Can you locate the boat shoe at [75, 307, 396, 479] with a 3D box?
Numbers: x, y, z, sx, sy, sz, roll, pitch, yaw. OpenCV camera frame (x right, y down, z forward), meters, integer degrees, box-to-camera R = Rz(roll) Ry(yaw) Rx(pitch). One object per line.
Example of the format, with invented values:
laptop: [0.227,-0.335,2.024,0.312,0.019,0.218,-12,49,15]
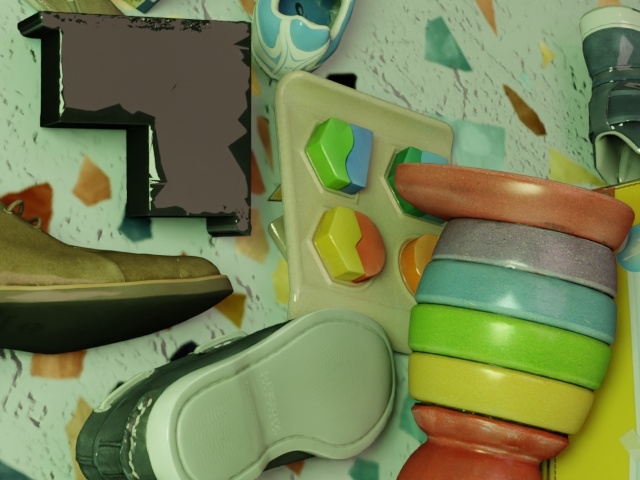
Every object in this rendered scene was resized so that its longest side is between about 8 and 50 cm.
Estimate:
boat shoe: [-0.050,0.112,1.223,0.302,0.091,0.114,-5,88,-57]

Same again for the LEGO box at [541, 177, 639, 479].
LEGO box: [0.369,0.184,1.301,0.193,0.373,0.500,33,53,-46]

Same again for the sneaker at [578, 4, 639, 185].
sneaker: [0.331,-0.107,1.602,0.226,0.086,0.163,14,62,-30]

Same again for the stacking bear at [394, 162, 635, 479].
stacking bear: [0.130,0.103,1.303,0.175,0.164,0.289,16,83,-39]

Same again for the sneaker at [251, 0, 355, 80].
sneaker: [0.001,-0.236,1.420,0.085,0.086,0.237,25,57,-24]

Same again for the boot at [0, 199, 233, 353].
boot: [-0.190,0.014,1.157,0.305,0.112,0.115,0,63,-41]

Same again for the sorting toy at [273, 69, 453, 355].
sorting toy: [0.048,-0.019,1.378,0.193,0.038,0.208,16,63,-39]

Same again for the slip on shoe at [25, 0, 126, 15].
slip on shoe: [-0.178,-0.177,1.292,0.135,0.041,0.051,43,52,-14]

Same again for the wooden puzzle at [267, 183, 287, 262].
wooden puzzle: [0.000,0.000,1.365,0.116,0.014,0.078,54,50,-6]

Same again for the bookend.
bookend: [-0.133,-0.080,1.256,0.156,0.072,0.157,-1,90,-23]

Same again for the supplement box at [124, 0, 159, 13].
supplement box: [-0.141,-0.236,1.334,0.083,0.056,0.083,32,55,-21]
